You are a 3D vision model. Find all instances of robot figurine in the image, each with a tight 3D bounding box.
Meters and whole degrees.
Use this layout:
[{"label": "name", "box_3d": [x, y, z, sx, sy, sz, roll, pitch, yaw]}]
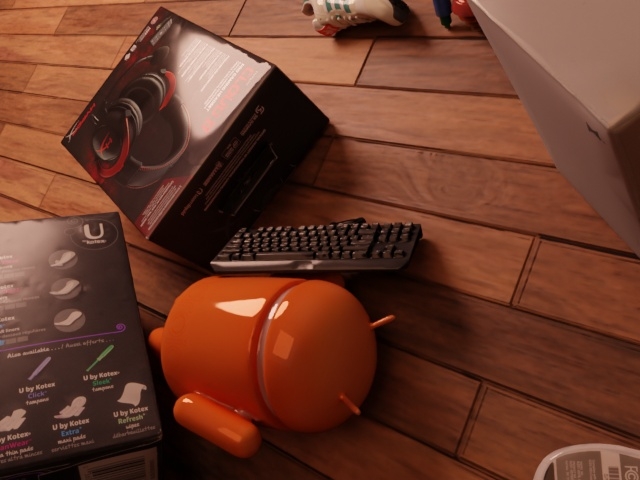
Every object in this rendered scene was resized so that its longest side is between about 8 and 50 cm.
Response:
[{"label": "robot figurine", "box_3d": [-0.046, 0.095, 0.533, 0.219, 0.158, 0.128, -1, 95, 35]}]

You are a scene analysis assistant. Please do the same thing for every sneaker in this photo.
[{"label": "sneaker", "box_3d": [0.034, -0.258, 0.702, 0.161, 0.057, 0.075, 47, 115, 38]}]

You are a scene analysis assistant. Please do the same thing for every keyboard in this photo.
[{"label": "keyboard", "box_3d": [0.000, 0.000, 0.570, 0.180, 0.108, 0.023, -1, 111, 19]}]

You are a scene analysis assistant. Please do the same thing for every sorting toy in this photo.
[{"label": "sorting toy", "box_3d": [0.144, -0.240, 0.623, 0.061, 0.042, 0.102, -19, 45, 9]}]

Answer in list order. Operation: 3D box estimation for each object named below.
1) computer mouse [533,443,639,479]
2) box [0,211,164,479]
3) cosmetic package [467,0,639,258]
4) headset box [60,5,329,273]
[{"label": "computer mouse", "box_3d": [0.228, 0.156, 0.370, 0.193, 0.042, 0.106, -5, 70, 27]}, {"label": "box", "box_3d": [-0.242, 0.124, 0.596, 0.165, 0.143, 0.270, 105, 150, -43]}, {"label": "cosmetic package", "box_3d": [0.243, -0.120, 0.369, 0.225, 0.224, 0.138, -40, 52, 13]}, {"label": "headset box", "box_3d": [-0.146, -0.119, 0.717, 0.218, 0.110, 0.293, -53, 50, 2]}]
